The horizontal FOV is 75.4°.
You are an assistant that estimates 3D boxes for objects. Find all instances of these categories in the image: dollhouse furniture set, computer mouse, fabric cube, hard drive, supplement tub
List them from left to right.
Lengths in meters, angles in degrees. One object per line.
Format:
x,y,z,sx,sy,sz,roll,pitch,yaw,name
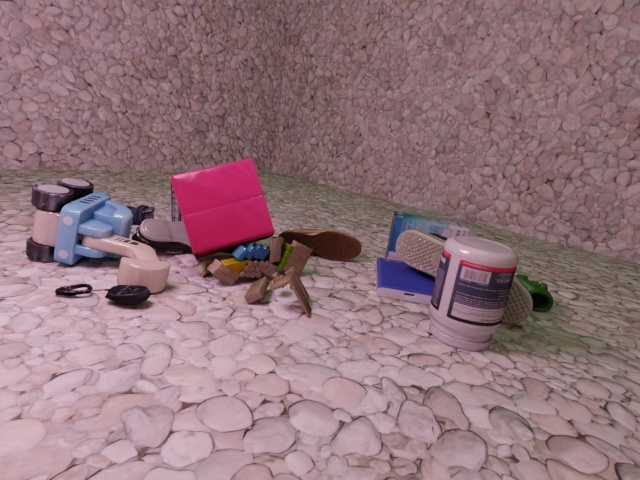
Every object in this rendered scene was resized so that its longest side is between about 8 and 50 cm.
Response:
-0.559,0.141,1.066,0.242,0.041,0.071,3,17,3,computer mouse
-0.327,-0.097,1.378,0.258,0.258,0.254,-17,0,-17,fabric cube
-0.118,0.169,1.202,0.151,0.123,0.144,-25,12,9,dollhouse furniture set
0.308,0.141,1.498,0.211,0.040,0.318,10,15,5,hard drive
0.408,0.138,1.128,0.191,0.272,0.191,8,16,-2,supplement tub

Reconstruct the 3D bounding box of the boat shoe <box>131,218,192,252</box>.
-0.518,-0.008,1.481,0.303,0.091,0.114,17,46,-48,boat shoe

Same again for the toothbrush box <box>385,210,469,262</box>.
0.426,0.017,1.686,0.296,0.216,0.126,11,16,5,toothbrush box

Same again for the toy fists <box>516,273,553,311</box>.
0.683,0.171,1.490,0.280,0.096,0.142,9,14,6,toy fists

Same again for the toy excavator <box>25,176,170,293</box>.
-0.657,-0.010,1.276,0.446,0.222,0.433,14,15,-10,toy excavator

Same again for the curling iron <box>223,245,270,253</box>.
-0.287,0.040,1.561,0.274,0.035,0.068,2,12,-24,curling iron

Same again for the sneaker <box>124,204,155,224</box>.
-0.784,-0.100,1.707,0.164,0.086,0.226,9,14,12,sneaker

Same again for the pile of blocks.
-0.205,0.048,1.363,0.362,0.148,0.113,-5,20,-38,pile of blocks

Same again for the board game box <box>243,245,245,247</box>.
-0.384,-0.006,1.660,0.182,0.043,0.092,3,16,-20,board game box

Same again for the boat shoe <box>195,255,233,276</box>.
-0.337,0.085,1.363,0.056,0.048,0.153,-35,-15,31,boat shoe

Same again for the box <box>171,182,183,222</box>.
-0.554,-0.154,1.770,0.051,0.220,0.175,11,14,27,box

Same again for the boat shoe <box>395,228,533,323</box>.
0.487,0.101,1.411,0.156,0.186,0.500,0,25,-46,boat shoe

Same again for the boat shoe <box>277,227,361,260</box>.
0.000,0.000,1.695,0.342,0.121,0.110,9,16,6,boat shoe
